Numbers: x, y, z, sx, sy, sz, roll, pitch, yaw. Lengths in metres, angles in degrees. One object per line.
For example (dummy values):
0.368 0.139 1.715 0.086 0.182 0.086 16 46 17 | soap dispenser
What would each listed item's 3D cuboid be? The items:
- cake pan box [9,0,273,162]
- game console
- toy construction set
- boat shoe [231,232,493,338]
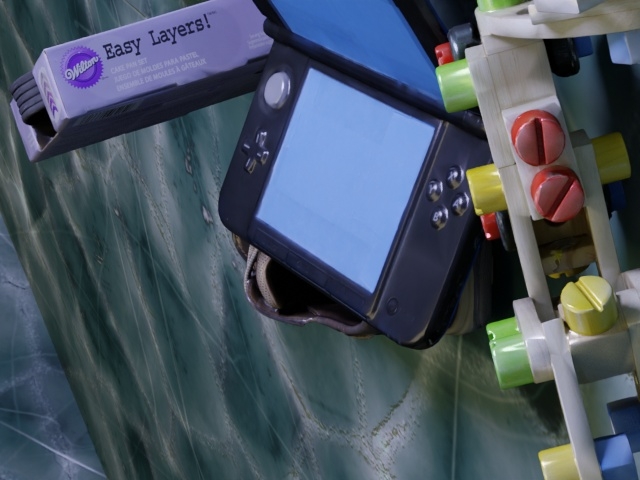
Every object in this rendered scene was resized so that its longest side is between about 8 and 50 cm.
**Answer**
-0.134 -0.147 1.495 0.246 0.266 0.070 154 96 -74 | cake pan box
-0.016 -0.096 1.198 0.293 0.173 0.250 32 105 52 | game console
0.143 -0.036 0.984 0.215 0.151 0.328 -87 -4 -70 | toy construction set
0.000 0.000 1.396 0.355 0.130 0.132 12 109 61 | boat shoe
